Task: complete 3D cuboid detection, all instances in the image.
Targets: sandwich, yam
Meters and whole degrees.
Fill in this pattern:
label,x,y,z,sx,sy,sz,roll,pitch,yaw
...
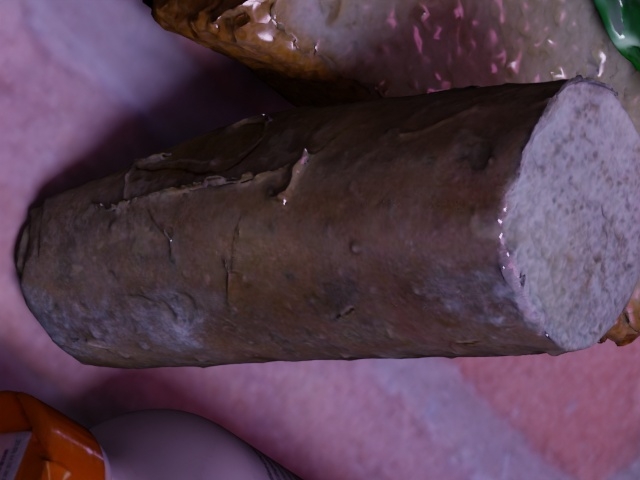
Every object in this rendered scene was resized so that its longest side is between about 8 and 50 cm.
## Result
label,x,y,z,sx,sy,sz,roll,pitch,yaw
sandwich,0.098,-0.122,0.829,0.273,0.095,0.249,36,80,-33
yam,0.000,0.000,0.725,0.106,0.259,0.106,4,85,-47

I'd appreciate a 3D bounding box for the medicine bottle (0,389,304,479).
label,x,y,z,sx,sy,sz,roll,pitch,yaw
medicine bottle,-0.041,0.170,0.789,0.289,0.157,0.157,38,83,-34

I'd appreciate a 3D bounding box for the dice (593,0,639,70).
label,x,y,z,sx,sy,sz,roll,pitch,yaw
dice,0.188,-0.117,0.755,0.120,0.128,0.131,-29,114,-28
